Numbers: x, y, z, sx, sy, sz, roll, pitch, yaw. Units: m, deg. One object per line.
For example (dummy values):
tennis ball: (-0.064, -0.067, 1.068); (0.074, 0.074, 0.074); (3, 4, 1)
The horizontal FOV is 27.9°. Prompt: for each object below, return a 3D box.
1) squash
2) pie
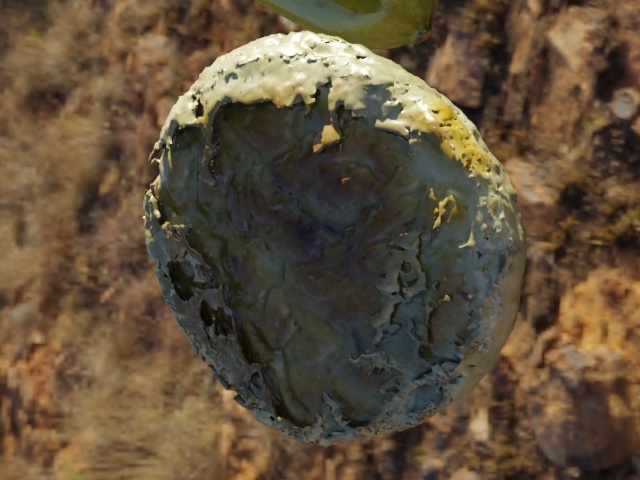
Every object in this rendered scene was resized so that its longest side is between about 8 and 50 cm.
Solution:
squash: (0.012, -0.219, 1.024); (0.186, 0.123, 0.123); (32, 118, 7)
pie: (0.000, 0.000, 0.820); (0.274, 0.055, 0.274); (7, 104, 28)
